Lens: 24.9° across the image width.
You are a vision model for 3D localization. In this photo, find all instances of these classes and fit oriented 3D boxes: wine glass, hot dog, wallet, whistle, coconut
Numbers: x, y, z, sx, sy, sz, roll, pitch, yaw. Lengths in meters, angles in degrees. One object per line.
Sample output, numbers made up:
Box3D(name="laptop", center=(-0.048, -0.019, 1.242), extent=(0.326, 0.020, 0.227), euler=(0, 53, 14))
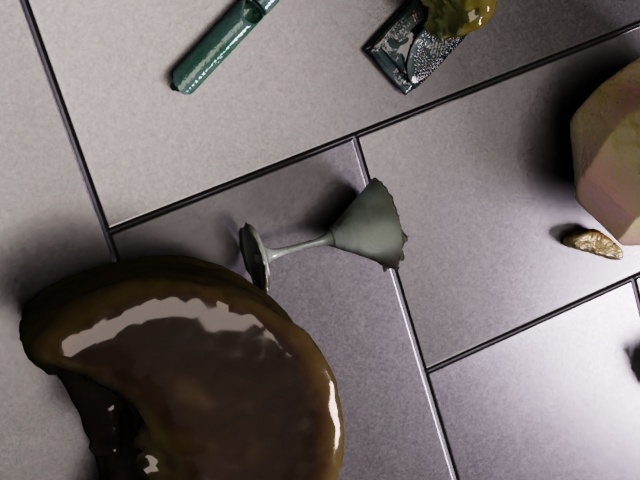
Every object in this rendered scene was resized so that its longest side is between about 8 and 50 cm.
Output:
Box3D(name="wine glass", center=(0.000, 0.000, 1.756), extent=(0.183, 0.122, 0.122), euler=(-15, 105, -18))
Box3D(name="hot dog", center=(0.369, 0.002, 1.950), extent=(0.090, 0.030, 0.034), euler=(14, 86, -24))
Box3D(name="wallet", center=(0.125, -0.253, 1.803), extent=(0.129, 0.026, 0.088), euler=(-48, 113, -8))
Box3D(name="whistle", center=(-0.109, -0.245, 1.704), extent=(0.186, 0.039, 0.039), euler=(-47, 113, -8))
Box3D(name="coconut", center=(0.452, -0.104, 1.860), extent=(0.259, 0.259, 0.259), euler=(-4, 102, -21))

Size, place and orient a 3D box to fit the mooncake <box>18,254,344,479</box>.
Box3D(name="mooncake", center=(-0.178, 0.219, 1.651), extent=(0.393, 0.246, 0.394), euler=(20, 97, -16))

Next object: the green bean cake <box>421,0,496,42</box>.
Box3D(name="green bean cake", center=(0.104, -0.367, 1.706), extent=(0.236, 0.124, 0.232), euler=(14, 92, -17))
